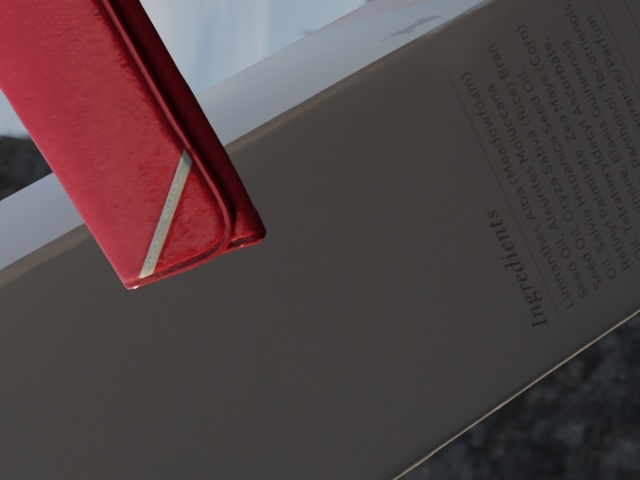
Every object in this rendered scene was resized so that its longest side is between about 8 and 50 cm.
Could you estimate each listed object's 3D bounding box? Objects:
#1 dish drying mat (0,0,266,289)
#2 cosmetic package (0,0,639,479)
[{"bbox_3d":[-0.042,-0.029,0.306,0.083,0.032,0.008,61,-157,-26],"label":"dish drying mat"},{"bbox_3d":[0.000,0.000,0.808,0.230,0.453,0.161,-2,116,62],"label":"cosmetic package"}]
